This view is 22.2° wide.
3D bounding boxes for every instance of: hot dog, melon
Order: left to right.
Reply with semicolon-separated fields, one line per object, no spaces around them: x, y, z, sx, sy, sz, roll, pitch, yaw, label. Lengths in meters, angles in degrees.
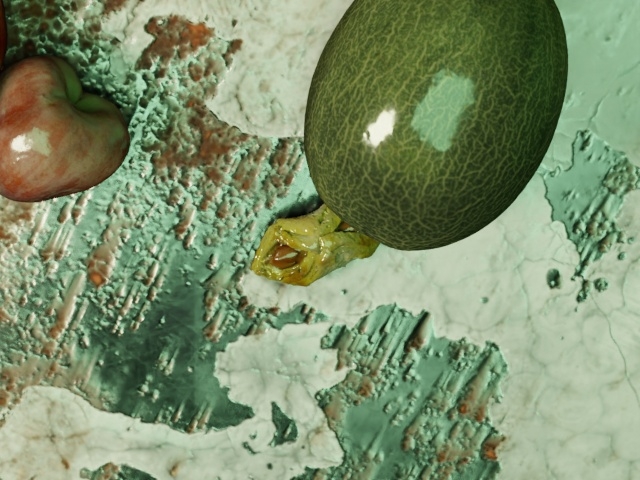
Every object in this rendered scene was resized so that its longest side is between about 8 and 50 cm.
0.001;0.001;1.709;0.169;0.061;0.078;-27;106;7;hot dog
0.114;-0.140;1.572;0.237;0.237;0.301;23;106;-10;melon

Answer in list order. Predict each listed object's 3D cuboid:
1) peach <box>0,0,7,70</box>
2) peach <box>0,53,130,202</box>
-0.383;-0.225;1.603;0.189;0.068;0.279;3;91;26;peach
-0.280;-0.105;1.634;0.152;0.152;0.152;-1;109;-2;peach
